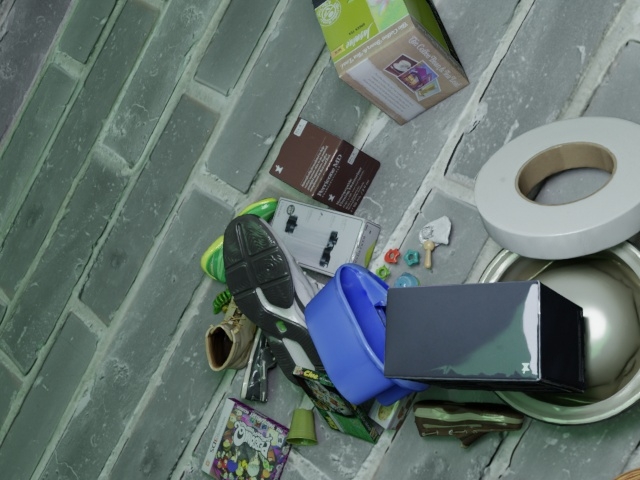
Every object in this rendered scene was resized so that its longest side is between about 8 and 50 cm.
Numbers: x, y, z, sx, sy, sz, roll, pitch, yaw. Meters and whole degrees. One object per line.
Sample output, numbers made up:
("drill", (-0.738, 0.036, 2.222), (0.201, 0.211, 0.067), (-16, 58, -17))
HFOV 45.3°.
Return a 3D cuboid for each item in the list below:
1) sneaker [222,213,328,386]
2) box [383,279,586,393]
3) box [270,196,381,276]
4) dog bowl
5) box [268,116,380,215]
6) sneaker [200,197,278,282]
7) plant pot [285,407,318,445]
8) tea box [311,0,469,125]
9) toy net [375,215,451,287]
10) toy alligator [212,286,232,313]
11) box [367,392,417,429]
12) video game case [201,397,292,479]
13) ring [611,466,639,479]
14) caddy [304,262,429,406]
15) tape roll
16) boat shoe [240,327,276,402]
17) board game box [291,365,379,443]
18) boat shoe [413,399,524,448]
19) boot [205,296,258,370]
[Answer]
("sneaker", (-0.077, 0.121, 1.904), (0.169, 0.257, 0.448), (-22, 99, 23))
("box", (0.317, 0.188, 1.452), (0.296, 0.294, 0.183), (-5, 75, 32))
("box", (0.000, 0.000, 2.021), (0.289, 0.087, 0.169), (15, 86, 36))
("dog bowl", (0.523, 0.177, 1.589), (0.407, 0.150, 0.408), (-9, 73, 31))
("box", (0.013, -0.188, 1.992), (0.167, 0.203, 0.169), (32, 96, 35))
("sneaker", (-0.208, 0.000, 2.166), (0.123, 0.109, 0.295), (44, 102, 10))
("plant pot", (-0.045, 0.469, 1.937), (0.083, 0.083, 0.079), (-13, 59, 30))
("tea box", (0.166, -0.517, 1.902), (0.220, 0.329, 0.324), (-30, 62, 23))
("toy net", (0.238, 0.032, 1.884), (0.122, 0.045, 0.232), (42, 100, 36))
("toy alligator", (-0.247, 0.149, 2.166), (0.189, 0.051, 0.056), (-38, 60, 20))
("box", (0.218, 0.292, 1.812), (0.067, 0.063, 0.324), (30, 95, 36))
("video game case", (-0.193, 0.558, 2.026), (0.232, 0.041, 0.210), (20, 90, 35))
("ring", (0.667, 0.600, 1.452), (0.336, 0.032, 0.337), (-10, 71, 31))
("caddy", (0.120, 0.208, 1.719), (0.179, 0.241, 0.341), (-43, 55, 26))
("tape roll", (0.515, -0.118, 1.603), (0.391, 0.072, 0.392), (-19, 36, 15))
("boat shoe", (-0.154, 0.317, 2.059), (0.079, 0.084, 0.233), (13, 75, -2))
("board game box", (0.038, 0.387, 1.798), (0.136, 0.260, 0.030), (9, 54, 33))
("boat shoe", (0.329, 0.411, 1.701), (0.257, 0.095, 0.095), (-3, 89, 39))
("boot", (-0.230, 0.216, 2.035), (0.095, 0.203, 0.262), (11, 85, 12))
